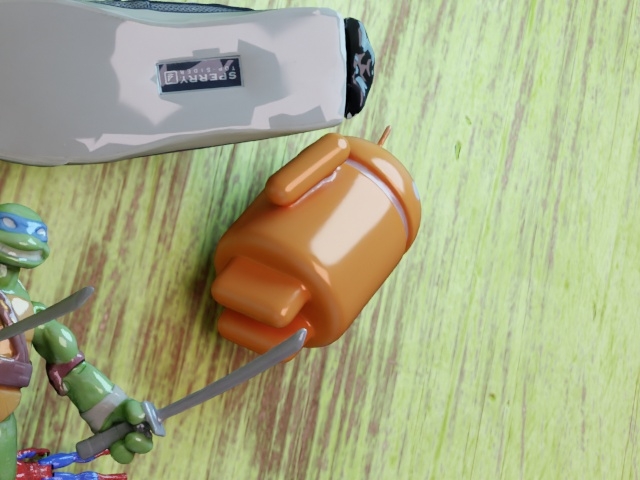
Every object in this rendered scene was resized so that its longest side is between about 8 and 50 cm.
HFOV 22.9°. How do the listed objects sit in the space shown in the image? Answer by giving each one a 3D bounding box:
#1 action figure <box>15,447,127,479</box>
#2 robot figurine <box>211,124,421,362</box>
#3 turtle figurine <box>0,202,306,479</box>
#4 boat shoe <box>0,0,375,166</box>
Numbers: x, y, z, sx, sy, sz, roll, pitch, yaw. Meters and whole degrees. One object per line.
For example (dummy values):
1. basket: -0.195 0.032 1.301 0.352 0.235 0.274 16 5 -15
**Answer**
1. action figure: -0.198 0.169 1.153 0.115 0.030 0.038 1 80 -39
2. robot figurine: 0.000 -0.001 1.292 0.158 0.128 0.219 53 53 -18
3. turtle figurine: -0.200 0.122 1.014 0.266 0.275 0.198 -68 165 4
4. boat shoe: -0.143 -0.115 1.187 0.341 0.158 0.127 0 90 -16
